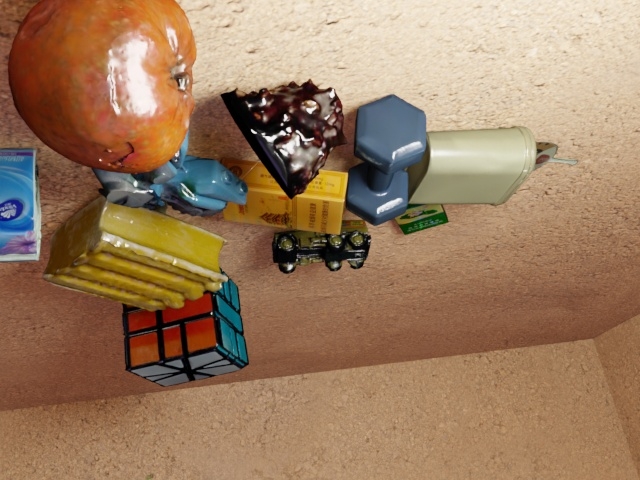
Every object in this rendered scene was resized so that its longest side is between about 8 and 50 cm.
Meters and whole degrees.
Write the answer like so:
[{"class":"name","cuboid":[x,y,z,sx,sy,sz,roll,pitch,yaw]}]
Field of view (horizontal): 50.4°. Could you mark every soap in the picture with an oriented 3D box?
[{"class":"soap","cuboid":[-0.435,0.046,1.611,0.335,0.156,0.293,21,148,-39]}]

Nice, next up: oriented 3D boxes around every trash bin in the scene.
[{"class":"trash bin","cuboid":[0.329,-0.164,1.549,0.247,0.121,0.243,-2,156,-12]}]

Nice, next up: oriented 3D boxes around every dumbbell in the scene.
[{"class":"dumbbell","cuboid":[0.131,-0.159,1.425,0.156,0.143,0.316,32,159,11]}]

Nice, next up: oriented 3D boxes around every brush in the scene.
[{"class":"brush","cuboid":[-0.380,-0.061,1.603,0.033,0.030,0.178,8,153,-15]}]

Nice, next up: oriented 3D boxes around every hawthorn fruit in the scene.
[{"class":"hawthorn fruit","cuboid":[-0.327,-0.232,0.972,0.307,0.276,0.276,3,162,22]}]

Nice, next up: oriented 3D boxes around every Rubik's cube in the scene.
[{"class":"Rubik's cube","cuboid":[-0.393,0.250,1.995,0.293,0.283,0.288,-12,156,8]}]

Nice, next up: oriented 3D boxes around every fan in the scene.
[{"class":"fan","cuboid":[0.549,-0.202,1.685,0.226,0.008,0.152,0,154,-22]}]

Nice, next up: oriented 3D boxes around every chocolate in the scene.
[{"class":"chocolate","cuboid":[-0.044,-0.212,1.238,0.177,0.206,0.224,-34,117,-5]}]

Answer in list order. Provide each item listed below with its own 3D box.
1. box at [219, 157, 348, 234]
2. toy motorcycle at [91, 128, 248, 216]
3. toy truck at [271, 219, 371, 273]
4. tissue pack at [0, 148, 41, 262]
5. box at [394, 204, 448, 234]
[{"class":"box","cuboid":[-0.082,-0.095,1.500,0.274,0.076,0.174,7,155,2]},{"class":"toy motorcycle","cuboid":[-0.278,-0.154,1.244,0.232,0.172,0.416,-15,148,26]},{"class":"toy truck","cuboid":[-0.001,0.004,1.790,0.257,0.127,0.127,-7,150,-6]},{"class":"tissue pack","cuboid":[-0.663,-0.064,1.261,0.263,0.198,0.146,-2,153,-20]},{"class":"box","cuboid":[0.257,-0.083,1.807,0.132,0.034,0.235,-16,156,13]}]
